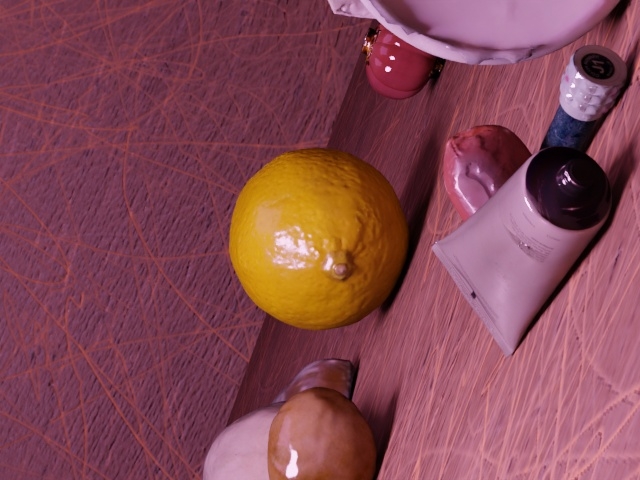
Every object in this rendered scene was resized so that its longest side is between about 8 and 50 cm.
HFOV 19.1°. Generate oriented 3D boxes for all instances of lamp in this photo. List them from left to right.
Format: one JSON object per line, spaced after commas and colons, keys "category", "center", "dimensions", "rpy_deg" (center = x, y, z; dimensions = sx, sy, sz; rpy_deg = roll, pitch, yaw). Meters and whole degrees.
{"category": "lamp", "center": [0.093, -0.211, 2.146], "dimensions": [0.107, 0.092, 0.107], "rpy_deg": [-161, 90, -84]}

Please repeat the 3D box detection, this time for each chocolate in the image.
{"category": "chocolate", "center": [-0.044, 0.229, 1.972], "dimensions": [0.254, 0.080, 0.157], "rpy_deg": [116, 173, -53]}

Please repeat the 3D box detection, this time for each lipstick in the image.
{"category": "lipstick", "center": [0.157, -0.072, 1.189], "dimensions": [0.116, 0.037, 0.037], "rpy_deg": [109, 178, -52]}

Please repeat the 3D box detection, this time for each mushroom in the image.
{"category": "mushroom", "center": [-0.032, 0.206, 1.700], "dimensions": [0.350, 0.128, 0.128], "rpy_deg": [138, 152, -72]}

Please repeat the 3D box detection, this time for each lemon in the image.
{"category": "lemon", "center": [0.000, 0.000, 1.850], "dimensions": [0.203, 0.178, 0.178], "rpy_deg": [-124, 53, -69]}

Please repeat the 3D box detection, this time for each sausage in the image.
{"category": "sausage", "center": [0.113, -0.030, 1.203], "dimensions": [0.059, 0.094, 0.054], "rpy_deg": [-31, -7, 25]}

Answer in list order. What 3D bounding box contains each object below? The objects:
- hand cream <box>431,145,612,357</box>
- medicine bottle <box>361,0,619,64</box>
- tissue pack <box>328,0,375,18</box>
{"category": "hand cream", "center": [0.119, 0.001, 1.127], "dimensions": [0.054, 0.087, 0.186], "rpy_deg": [-28, -13, -26]}
{"category": "medicine bottle", "center": [0.109, -0.254, 1.375], "dimensions": [0.378, 0.213, 0.213], "rpy_deg": [-92, 23, -76]}
{"category": "tissue pack", "center": [0.068, -0.419, 1.812], "dimensions": [0.380, 0.207, 0.297], "rpy_deg": [-115, 31, -52]}
